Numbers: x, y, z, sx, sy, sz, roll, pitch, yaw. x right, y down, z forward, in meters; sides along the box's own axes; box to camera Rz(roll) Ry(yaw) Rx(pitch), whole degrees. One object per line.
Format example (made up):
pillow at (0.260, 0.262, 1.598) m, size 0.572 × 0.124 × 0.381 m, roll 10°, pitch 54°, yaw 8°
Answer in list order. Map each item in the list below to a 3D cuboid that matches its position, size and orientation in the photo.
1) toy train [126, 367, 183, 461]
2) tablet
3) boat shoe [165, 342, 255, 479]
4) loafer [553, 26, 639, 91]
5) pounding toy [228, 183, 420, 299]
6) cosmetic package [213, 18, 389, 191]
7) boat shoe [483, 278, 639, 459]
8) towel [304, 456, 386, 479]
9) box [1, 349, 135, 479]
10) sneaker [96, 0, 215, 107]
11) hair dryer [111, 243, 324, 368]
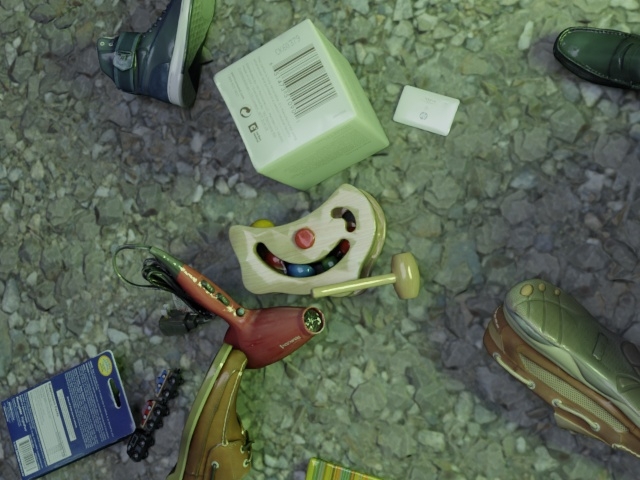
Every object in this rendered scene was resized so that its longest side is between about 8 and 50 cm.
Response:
toy train at (-0.252, 0.260, 1.221) m, size 0.036 × 0.027 × 0.158 m, roll 29°, pitch 95°, yaw 32°
tablet at (0.149, -0.184, 1.140) m, size 0.083 × 0.006 × 0.054 m, roll 20°, pitch 91°, yaw 20°
boat shoe at (-0.140, 0.284, 1.124) m, size 0.105 × 0.110 × 0.307 m, roll 21°, pitch 114°, yaw 3°
loafer at (0.404, -0.226, 1.018) m, size 0.223 × 0.078 × 0.076 m, roll 24°, pitch 92°, yaw 20°
pounding toy at (0.000, 0.000, 1.093) m, size 0.270 × 0.155 × 0.154 m, roll 0°, pitch 87°, yaw 17°
cosmetic package at (-0.021, -0.176, 1.103) m, size 0.152 × 0.184 × 0.151 m, roll -28°, pitch 76°, yaw 14°
boat shoe at (0.341, 0.184, 0.991) m, size 0.324 × 0.123 × 0.116 m, roll 42°, pitch 132°, yaw 10°
towel at (0.086, 0.375, 1.097) m, size 0.237 × 0.021 × 0.102 m, roll 13°, pitch 94°, yaw 19°
box at (-0.386, 0.272, 1.256) m, size 0.225 × 0.036 × 0.136 m, roll -26°, pitch 75°, yaw 18°
sneaker at (-0.259, -0.331, 1.254) m, size 0.164 × 0.086 × 0.226 m, roll 13°, pitch 90°, yaw 17°
hair dryer at (-0.133, 0.104, 1.099) m, size 0.294 × 0.223 × 0.080 m, roll 7°, pitch 60°, yaw 18°
